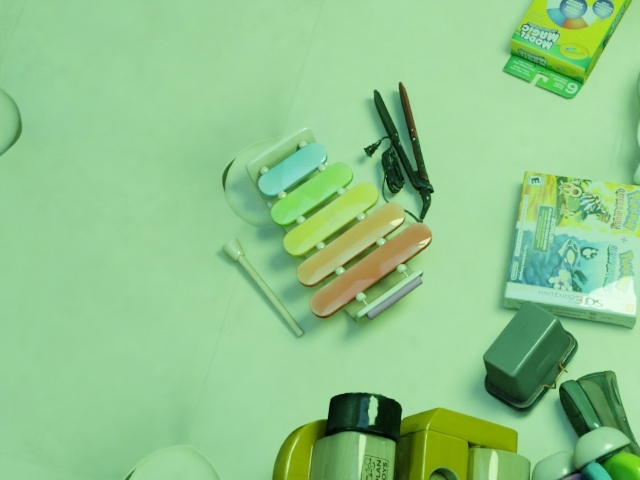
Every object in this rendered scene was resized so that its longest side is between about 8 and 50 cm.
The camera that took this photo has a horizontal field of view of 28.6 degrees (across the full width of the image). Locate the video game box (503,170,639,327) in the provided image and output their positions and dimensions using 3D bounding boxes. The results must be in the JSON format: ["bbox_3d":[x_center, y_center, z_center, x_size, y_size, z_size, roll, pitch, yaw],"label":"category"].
[{"bbox_3d":[0.368,0.010,1.790,0.187,0.048,0.205,9,68,9],"label":"video game box"}]

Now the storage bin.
[{"bbox_3d":[0.284,0.154,1.705,0.098,0.091,0.135,32,76,33],"label":"storage bin"}]

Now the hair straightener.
[{"bbox_3d":[0.111,-0.127,1.893,0.089,0.047,0.231,-14,70,2],"label":"hair straightener"}]

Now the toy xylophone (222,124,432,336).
[{"bbox_3d":[0.000,0.000,1.827,0.236,0.081,0.322,-42,67,-10],"label":"toy xylophone"}]

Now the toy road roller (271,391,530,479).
[{"bbox_3d":[0.089,0.334,1.634,0.329,0.240,0.203,18,65,-25],"label":"toy road roller"}]

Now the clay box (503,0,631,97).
[{"bbox_3d":[0.385,-0.336,1.934,0.127,0.053,0.222,26,72,18],"label":"clay box"}]

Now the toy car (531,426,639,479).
[{"bbox_3d":[0.327,0.329,1.543,0.182,0.136,0.159,-41,66,39],"label":"toy car"}]

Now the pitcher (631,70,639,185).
[{"bbox_3d":[0.505,-0.190,1.813,0.125,0.178,0.207,26,44,4],"label":"pitcher"}]

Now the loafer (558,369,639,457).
[{"bbox_3d":[0.410,0.287,1.641,0.084,0.096,0.268,-23,63,-9],"label":"loafer"}]
